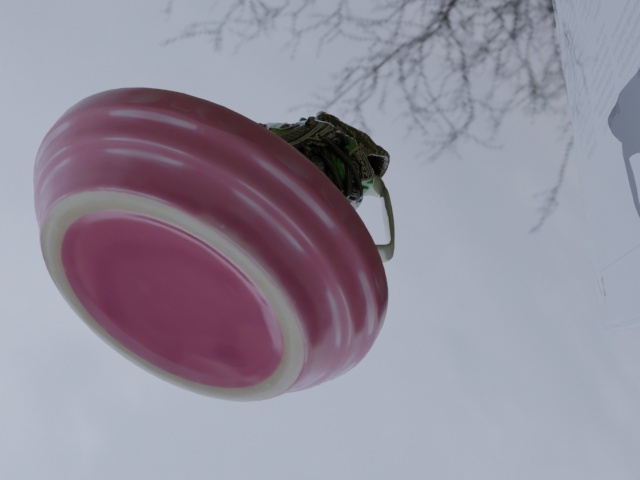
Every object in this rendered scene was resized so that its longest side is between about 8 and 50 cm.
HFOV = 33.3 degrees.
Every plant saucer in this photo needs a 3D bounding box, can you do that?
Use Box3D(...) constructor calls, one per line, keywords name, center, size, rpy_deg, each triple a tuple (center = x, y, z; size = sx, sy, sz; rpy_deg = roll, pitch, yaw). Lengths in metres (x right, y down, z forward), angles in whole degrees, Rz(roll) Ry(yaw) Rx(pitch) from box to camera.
Box3D(name="plant saucer", center=(-0.110, 0.026, 0.911), size=(0.332, 0.332, 0.084), rpy_deg=(44, -131, -16))

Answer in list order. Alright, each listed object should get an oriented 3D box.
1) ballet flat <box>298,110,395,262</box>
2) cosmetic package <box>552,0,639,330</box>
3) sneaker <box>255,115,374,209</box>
Box3D(name="ballet flat", center=(0.000, 0.000, 1.315), size=(0.182, 0.164, 0.482), rpy_deg=(19, -141, 3))
Box3D(name="cosmetic package", center=(0.153, -0.112, 0.418), size=(0.377, 0.098, 0.284), rpy_deg=(34, -130, -80))
Box3D(name="sneaker", center=(-0.031, -0.068, 0.995), size=(0.343, 0.146, 0.134), rpy_deg=(-52, -53, -80))
